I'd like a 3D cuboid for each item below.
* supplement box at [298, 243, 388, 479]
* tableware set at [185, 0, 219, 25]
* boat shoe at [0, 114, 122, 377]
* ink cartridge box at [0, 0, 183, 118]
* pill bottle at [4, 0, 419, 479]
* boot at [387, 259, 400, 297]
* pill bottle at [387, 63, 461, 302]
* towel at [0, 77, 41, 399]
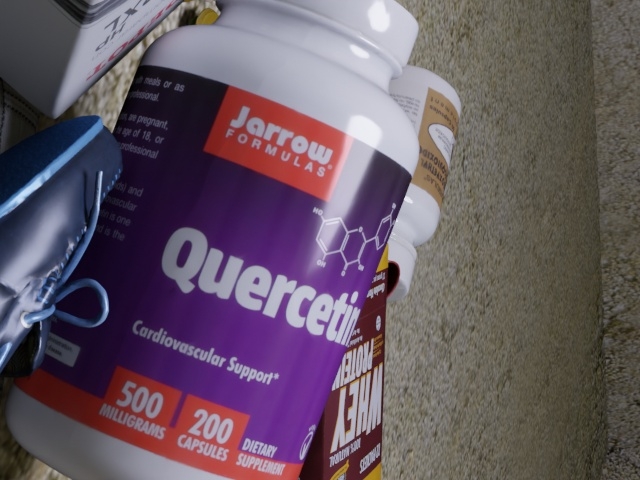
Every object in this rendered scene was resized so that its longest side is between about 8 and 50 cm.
[{"bbox_3d":[-0.060,0.097,0.948,0.129,0.191,0.194,-17,110,-68],"label":"supplement box"},{"bbox_3d":[-0.112,-0.134,1.013,0.104,0.024,0.154,14,81,-65],"label":"tableware set"},{"bbox_3d":[-0.181,0.040,0.640,0.089,0.109,0.258,55,53,-25],"label":"boat shoe"},{"bbox_3d":[-0.082,-0.225,0.630,0.223,0.129,0.307,-49,-177,-27],"label":"ink cartridge box"},{"bbox_3d":[-0.054,-0.002,0.771,0.323,0.181,0.181,-69,157,-3],"label":"pill bottle"},{"bbox_3d":[0.000,0.000,1.108,0.244,0.176,0.088,-59,145,-51],"label":"boot"},{"bbox_3d":[0.065,-0.059,1.324,0.131,0.131,0.229,57,42,-57],"label":"pill bottle"},{"bbox_3d":[-0.254,0.027,0.629,0.312,0.056,0.324,34,63,-66],"label":"towel"}]
